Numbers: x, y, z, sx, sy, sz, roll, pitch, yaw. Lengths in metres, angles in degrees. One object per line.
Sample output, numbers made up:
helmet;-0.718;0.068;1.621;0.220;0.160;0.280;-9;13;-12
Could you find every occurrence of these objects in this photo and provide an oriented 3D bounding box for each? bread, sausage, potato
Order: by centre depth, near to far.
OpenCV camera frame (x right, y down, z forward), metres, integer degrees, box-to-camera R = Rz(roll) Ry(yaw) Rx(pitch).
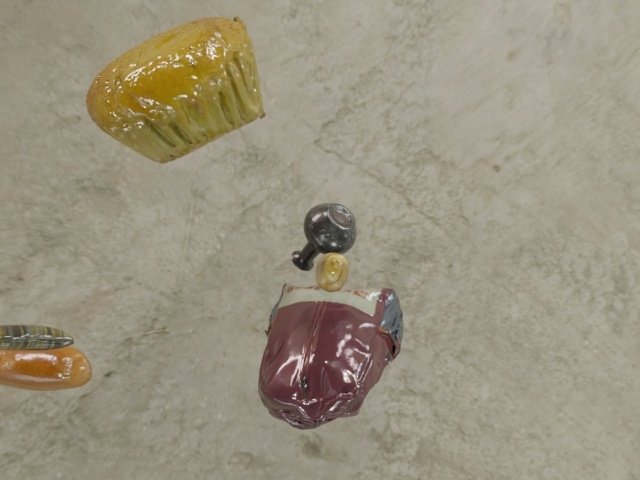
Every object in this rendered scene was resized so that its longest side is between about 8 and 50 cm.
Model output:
bread;-0.192;-0.203;0.665;0.239;0.240;0.139;-32;128;-13
potato;0.019;0.051;0.833;0.062;0.083;0.068;-14;74;4
sausage;-0.537;0.234;0.918;0.238;0.098;0.098;2;83;15

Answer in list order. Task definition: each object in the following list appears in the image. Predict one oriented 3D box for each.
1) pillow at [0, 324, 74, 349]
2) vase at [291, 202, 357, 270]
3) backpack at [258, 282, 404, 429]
pillow;-0.494;0.143;0.736;0.203;0.113;0.039;14;76;-48
vase;0.000;0.000;1.071;0.120;0.183;0.120;19;48;-22
backpack;0.015;0.228;0.970;0.283;0.317;0.197;-4;124;18
